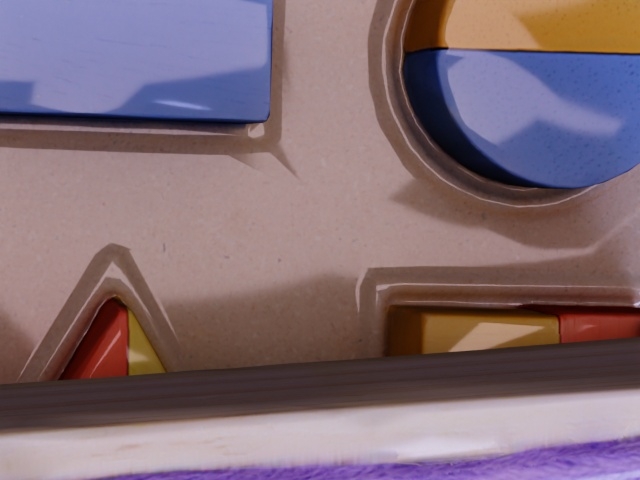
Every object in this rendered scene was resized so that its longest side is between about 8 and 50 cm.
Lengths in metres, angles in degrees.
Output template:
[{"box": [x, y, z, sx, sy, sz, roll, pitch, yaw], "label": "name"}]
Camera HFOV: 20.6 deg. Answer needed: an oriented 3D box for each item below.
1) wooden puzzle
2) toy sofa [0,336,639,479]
[{"box": [0.000, 0.000, 0.594, 0.322, 0.080, 0.348, 1, 88, -12], "label": "wooden puzzle"}, {"box": [-0.024, 0.110, 0.471, 0.362, 0.177, 0.150, -3, 93, -12], "label": "toy sofa"}]
